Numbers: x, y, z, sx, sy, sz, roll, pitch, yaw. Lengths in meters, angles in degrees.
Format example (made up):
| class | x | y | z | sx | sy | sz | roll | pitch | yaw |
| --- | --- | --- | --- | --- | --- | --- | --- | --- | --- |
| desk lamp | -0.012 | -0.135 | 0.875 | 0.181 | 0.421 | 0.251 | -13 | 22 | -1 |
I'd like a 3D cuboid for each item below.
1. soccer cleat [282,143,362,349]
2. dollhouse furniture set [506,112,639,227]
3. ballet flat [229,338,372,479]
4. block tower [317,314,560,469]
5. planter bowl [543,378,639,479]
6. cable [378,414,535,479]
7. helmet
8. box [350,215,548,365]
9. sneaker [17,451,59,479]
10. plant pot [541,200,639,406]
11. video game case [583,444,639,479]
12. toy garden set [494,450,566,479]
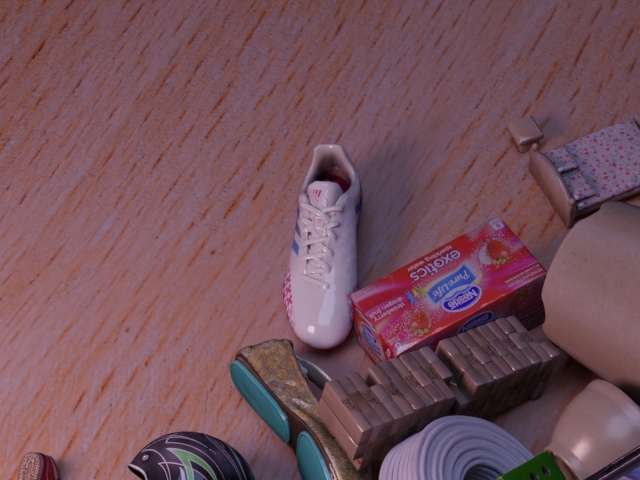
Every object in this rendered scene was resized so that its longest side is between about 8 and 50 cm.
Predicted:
| class | x | y | z | sx | sy | sz | roll | pitch | yaw |
| --- | --- | --- | --- | --- | --- | --- | --- | --- | --- |
| soccer cleat | 0.000 | 0.000 | 1.993 | 0.116 | 0.143 | 0.331 | -1 | 52 | 7 |
| dollhouse furniture set | 0.495 | -0.147 | 2.022 | 0.303 | 0.174 | 0.355 | -21 | 52 | -9 |
| ballet flat | 0.001 | 0.259 | 1.811 | 0.123 | 0.123 | 0.348 | -28 | 52 | -14 |
| block tower | 0.156 | 0.197 | 1.779 | 0.335 | 0.091 | 0.097 | -15 | 49 | -31 |
| planter bowl | 0.349 | 0.270 | 1.681 | 0.109 | 0.162 | 0.162 | -32 | 54 | -13 |
| cable | 0.194 | 0.338 | 1.657 | 0.257 | 0.089 | 0.257 | 23 | 43 | -25 |
| helmet | -0.167 | 0.329 | 1.744 | 0.169 | 0.169 | 0.161 | -2 | 67 | 6 |
| box | 0.185 | 0.095 | 1.904 | 0.257 | 0.123 | 0.128 | -27 | 54 | -13 |
| sneaker | -0.396 | 0.349 | 1.843 | 0.042 | 0.067 | 0.118 | 16 | 86 | 17 |
| plant pot | 0.474 | 0.100 | 1.765 | 0.334 | 0.334 | 0.305 | -41 | 46 | -23 |
| video game case | 0.461 | 0.339 | 1.543 | 0.275 | 0.248 | 0.035 | 50 | 26 | -2 |
| toy garden set | 0.267 | 0.388 | 1.568 | 0.204 | 0.049 | 0.244 | -15 | 67 | -48 |
